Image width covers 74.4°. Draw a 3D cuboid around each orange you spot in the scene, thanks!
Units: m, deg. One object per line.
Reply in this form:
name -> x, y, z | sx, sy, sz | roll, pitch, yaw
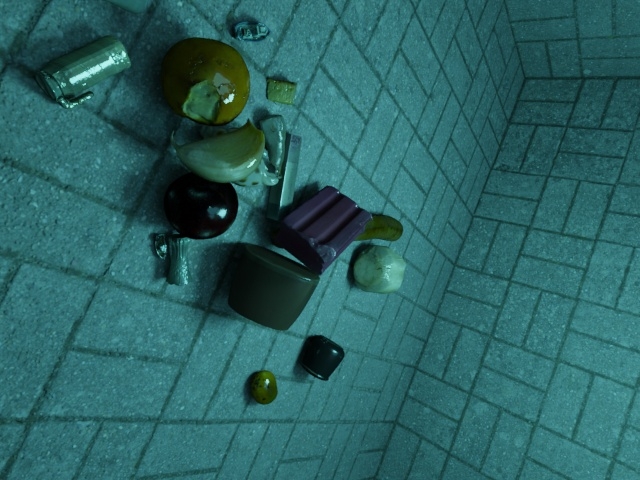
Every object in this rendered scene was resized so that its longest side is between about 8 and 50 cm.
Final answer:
orange -> -0.308, -0.423, 1.137 | 0.240, 0.240, 0.239 | -22, 119, -45

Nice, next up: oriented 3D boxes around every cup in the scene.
cup -> 0.012, 0.545, 1.961 | 0.176, 0.169, 0.223 | -62, 171, -8

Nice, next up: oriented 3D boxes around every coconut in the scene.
coconut -> 0.298, 0.144, 2.086 | 0.247, 0.245, 0.244 | 6, 99, -52

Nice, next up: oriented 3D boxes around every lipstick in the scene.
lipstick -> -0.134, -0.230, 1.551 | 0.066, 0.068, 0.317 | -1, 104, -51

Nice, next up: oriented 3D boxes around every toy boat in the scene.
toy boat -> -0.206, -0.650, 1.310 | 0.140, 0.066, 0.059 | -28, 120, -43
toy boat -> -0.474, 0.019, 1.259 | 0.038, 0.038, 0.083 | -22, 119, -44

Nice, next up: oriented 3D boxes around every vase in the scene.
vase -> -0.431, 0.055, 1.285 | 0.081, 0.081, 0.148 | -14, 116, -47

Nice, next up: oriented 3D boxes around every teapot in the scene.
teapot -> -0.550, -0.390, 0.989 | 0.200, 0.077, 0.107 | -46, 154, -30

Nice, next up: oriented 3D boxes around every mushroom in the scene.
mushroom -> -0.163, -0.324, 1.474 | 0.092, 0.081, 0.223 | -36, 133, -58

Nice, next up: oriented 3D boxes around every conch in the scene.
conch -> -0.257, -0.266, 1.331 | 0.149, 0.182, 0.274 | -27, 122, 9

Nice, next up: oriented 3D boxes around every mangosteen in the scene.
mangosteen -> -0.352, -0.091, 1.238 | 0.216, 0.216, 0.216 | -22, 119, -45

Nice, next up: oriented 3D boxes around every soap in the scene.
soap -> 0.019, -0.052, 1.606 | 0.359, 0.233, 0.128 | -42, 166, -48

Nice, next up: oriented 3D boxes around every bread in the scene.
bread -> -0.141, -0.518, 1.478 | 0.109, 0.080, 0.084 | 4, 103, -15

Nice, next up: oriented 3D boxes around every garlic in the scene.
garlic -> -0.268, -0.236, 1.149 | 0.245, 0.145, 0.164 | -18, 116, -24

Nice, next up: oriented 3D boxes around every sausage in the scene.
sausage -> 0.255, -0.062, 2.045 | 0.501, 0.123, 0.136 | -1, 133, -50

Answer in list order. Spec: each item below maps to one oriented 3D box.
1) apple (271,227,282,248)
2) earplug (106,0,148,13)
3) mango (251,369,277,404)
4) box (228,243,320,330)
apple -> -0.144, -0.007, 1.619 | 0.084, 0.071, 0.083 | -21, 118, -45
earplug -> -0.536, -0.602, 0.862 | 0.324, 0.185, 0.184 | -9, 111, -41
mango -> -0.230, 0.613, 1.739 | 0.115, 0.090, 0.178 | -46, 143, -40
box -> -0.176, 0.164, 1.475 | 0.301, 0.301, 0.216 | 22, 96, -52
